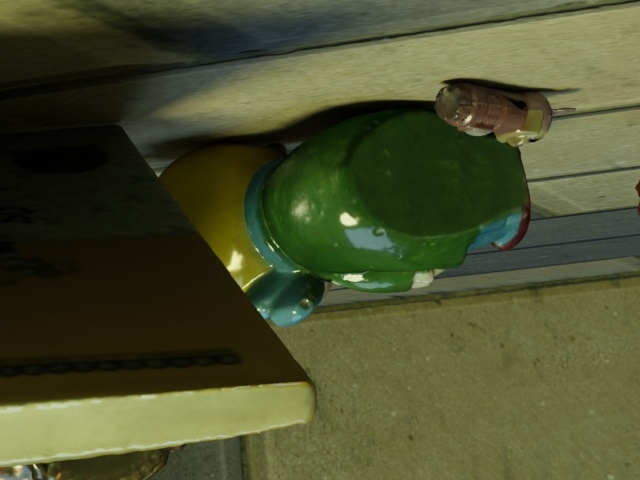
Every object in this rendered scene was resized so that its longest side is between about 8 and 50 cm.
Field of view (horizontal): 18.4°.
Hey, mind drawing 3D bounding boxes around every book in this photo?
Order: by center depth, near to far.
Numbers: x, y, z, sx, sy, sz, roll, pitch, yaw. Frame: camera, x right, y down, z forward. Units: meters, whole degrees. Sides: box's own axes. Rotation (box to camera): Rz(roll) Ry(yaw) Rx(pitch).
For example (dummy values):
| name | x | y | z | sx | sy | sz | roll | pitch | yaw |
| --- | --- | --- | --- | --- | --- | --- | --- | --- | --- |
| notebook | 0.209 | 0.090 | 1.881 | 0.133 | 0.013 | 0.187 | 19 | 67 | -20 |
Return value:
| name | x | y | z | sx | sy | sz | roll | pitch | yaw |
| --- | --- | --- | --- | --- | --- | --- | --- | --- | --- |
| book | -0.181 | 0.012 | 0.901 | 0.269 | 0.032 | 0.389 | -4 | -160 | -17 |

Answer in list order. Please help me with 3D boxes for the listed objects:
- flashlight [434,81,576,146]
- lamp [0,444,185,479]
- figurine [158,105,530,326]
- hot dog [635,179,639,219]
| name | x | y | z | sx | sy | sz | roll | pitch | yaw |
| --- | --- | --- | --- | --- | --- | --- | --- | --- | --- |
| flashlight | 0.099 | -0.069 | 1.105 | 0.052 | 0.031 | 0.110 | -8 | 174 | 34 |
| lamp | -0.185 | 0.052 | 1.103 | 0.177 | 0.177 | 0.274 | -2 | -163 | -36 |
| figurine | -0.001 | -0.014 | 1.210 | 0.185 | 0.127 | 0.234 | -11 | 169 | -40 |
| hot dog | 0.305 | -0.040 | 1.252 | 0.213 | 0.103 | 0.146 | -9 | 173 | 24 |
